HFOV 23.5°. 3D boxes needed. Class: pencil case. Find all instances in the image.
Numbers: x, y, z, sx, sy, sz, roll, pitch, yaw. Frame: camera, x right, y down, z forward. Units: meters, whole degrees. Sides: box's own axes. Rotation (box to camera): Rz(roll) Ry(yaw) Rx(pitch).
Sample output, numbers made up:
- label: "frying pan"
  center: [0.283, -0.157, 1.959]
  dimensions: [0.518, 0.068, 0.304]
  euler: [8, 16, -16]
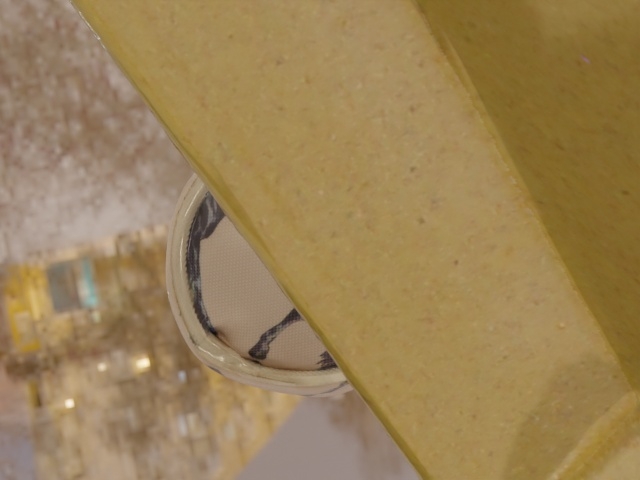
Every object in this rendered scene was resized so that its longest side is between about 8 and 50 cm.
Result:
- label: "pencil case"
  center: [0.000, 0.000, 1.055]
  dimensions: [0.160, 0.183, 0.410]
  euler: [26, -177, 1]

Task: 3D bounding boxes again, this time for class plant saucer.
- label: "plant saucer"
  center: [0.106, 0.008, 0.309]
  dimensions: [0.333, 0.333, 0.081]
  euler: [19, -118, 48]
